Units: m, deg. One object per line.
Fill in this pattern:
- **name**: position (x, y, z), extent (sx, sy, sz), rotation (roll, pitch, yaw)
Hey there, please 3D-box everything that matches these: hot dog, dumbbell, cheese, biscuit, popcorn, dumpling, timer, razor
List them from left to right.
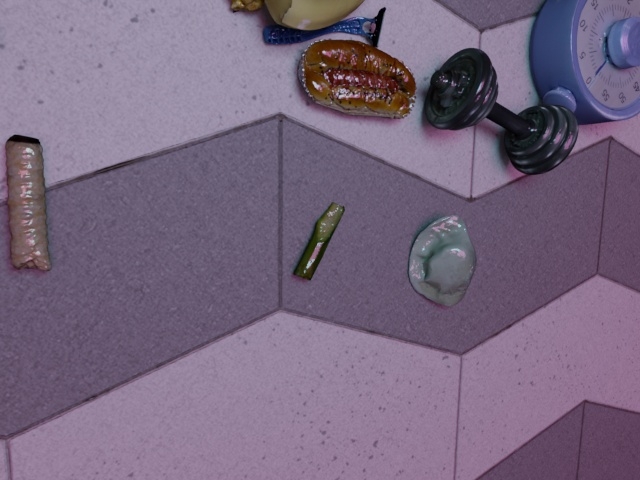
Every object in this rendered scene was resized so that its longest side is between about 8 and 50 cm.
- **biscuit**: position (-0.468, -0.058, 0.763), extent (0.061, 0.055, 0.219), rotation (2, 99, -6)
- **popcorn**: position (-0.137, -0.447, 0.863), extent (0.084, 0.084, 0.084), rotation (-4, 99, -24)
- **cheese**: position (0.005, -0.534, 0.858), extent (0.316, 0.128, 0.259), rotation (-34, 119, -31)
- **razor**: position (0.009, -0.415, 0.941), extent (0.253, 0.042, 0.082), rotation (-15, 140, -21)
- **hot dog**: position (0.080, -0.327, 0.966), extent (0.268, 0.075, 0.144), rotation (4, 99, -23)
- **dumpling**: position (0.294, 0.053, 1.104), extent (0.153, 0.108, 0.219), rotation (-11, 100, -23)
- **dumbbell**: position (0.406, -0.279, 1.068), extent (0.406, 0.179, 0.179), rotation (19, 90, -27)
- **timer**: position (0.697, -0.464, 1.179), extent (0.395, 0.173, 0.395), rotation (-4, 100, -25)

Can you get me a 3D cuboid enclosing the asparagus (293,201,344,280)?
- **asparagus**: position (0.000, 0.000, 0.997), extent (0.045, 0.041, 0.178), rotation (30, 84, -34)
